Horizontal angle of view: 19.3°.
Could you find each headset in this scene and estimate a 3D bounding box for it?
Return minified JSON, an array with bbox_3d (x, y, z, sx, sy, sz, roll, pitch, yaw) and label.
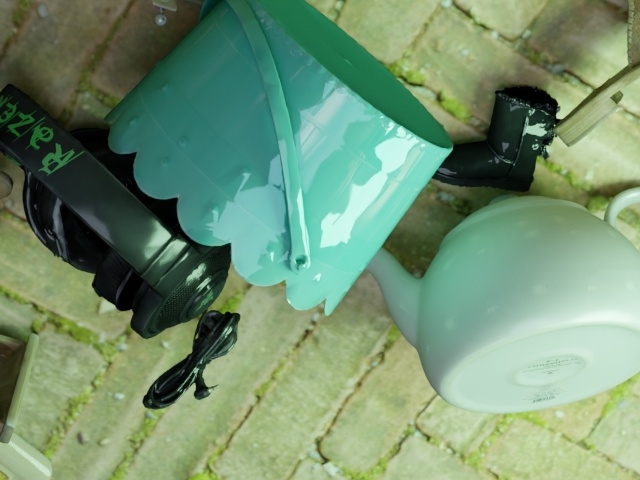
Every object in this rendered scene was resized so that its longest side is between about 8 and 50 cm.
[{"bbox_3d":[-0.189,0.015,1.733,0.185,0.243,0.394,-48,140,-4],"label":"headset"}]

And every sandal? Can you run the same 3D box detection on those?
[{"bbox_3d":[0.291,-0.191,1.714,0.240,0.088,0.079,-41,92,14],"label":"sandal"}]

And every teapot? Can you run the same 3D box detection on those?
[{"bbox_3d":[0.204,0.040,1.802,0.256,0.187,0.252,15,144,-41],"label":"teapot"}]

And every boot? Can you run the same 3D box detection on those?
[{"bbox_3d":[0.165,-0.099,1.787,0.121,0.045,0.099,7,124,-14],"label":"boot"}]

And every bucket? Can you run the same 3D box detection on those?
[{"bbox_3d":[-0.032,-0.092,1.655,0.281,0.281,0.183,35,104,-21],"label":"bucket"}]

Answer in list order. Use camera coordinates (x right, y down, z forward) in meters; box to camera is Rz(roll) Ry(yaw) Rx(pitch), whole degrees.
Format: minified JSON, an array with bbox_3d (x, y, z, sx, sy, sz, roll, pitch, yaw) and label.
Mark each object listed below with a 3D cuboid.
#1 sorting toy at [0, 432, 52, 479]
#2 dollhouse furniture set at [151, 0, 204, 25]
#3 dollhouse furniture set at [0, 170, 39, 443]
[{"bbox_3d":[-0.419,0.250,1.983,0.208,0.038,0.193,-39,115,19],"label":"sorting toy"},{"bbox_3d":[-0.108,-0.225,1.653,0.114,0.081,0.091,11,135,-41],"label":"dollhouse furniture set"},{"bbox_3d":[-0.341,0.077,1.786,0.161,0.212,0.242,17,146,-10],"label":"dollhouse furniture set"}]
